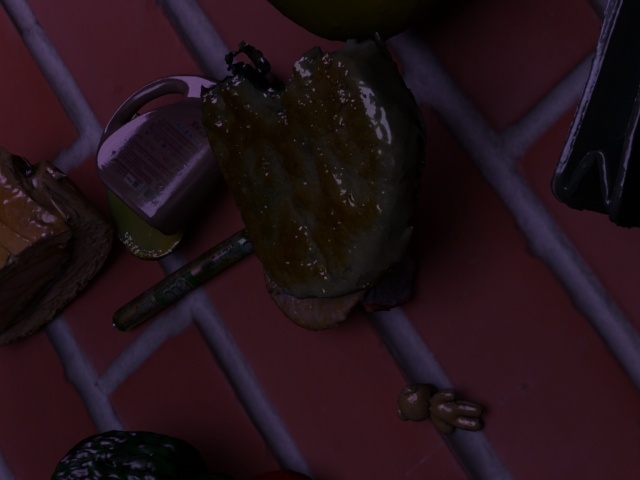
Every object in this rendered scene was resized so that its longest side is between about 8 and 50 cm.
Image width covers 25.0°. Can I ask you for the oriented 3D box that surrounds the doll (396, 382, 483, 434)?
[{"bbox_3d":[0.132,0.190,1.607,0.093,0.051,0.061,27,131,34],"label":"doll"}]

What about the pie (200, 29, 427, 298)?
[{"bbox_3d":[-0.010,-0.080,1.575,0.371,0.078,0.296,2,103,54],"label":"pie"}]

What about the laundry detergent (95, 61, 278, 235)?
[{"bbox_3d":[-0.171,-0.141,1.782,0.171,0.076,0.237,39,90,25],"label":"laundry detergent"}]

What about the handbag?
[{"bbox_3d":[0.341,-0.136,1.367,0.079,0.247,0.260,24,102,39],"label":"handbag"}]

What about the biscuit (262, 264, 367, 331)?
[{"bbox_3d":[-0.001,0.000,1.685,0.220,0.033,0.220,-13,72,49],"label":"biscuit"}]

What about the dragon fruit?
[{"bbox_3d":[0.071,0.044,1.653,0.060,0.056,0.083,-4,78,56],"label":"dragon fruit"}]

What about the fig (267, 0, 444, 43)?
[{"bbox_3d":[0.040,-0.371,1.542,0.343,0.343,0.343,-2,87,34],"label":"fig"}]

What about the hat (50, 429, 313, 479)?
[{"bbox_3d":[-0.149,0.347,1.698,0.332,0.274,0.242,1,90,7],"label":"hat"}]

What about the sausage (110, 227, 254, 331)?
[{"bbox_3d":[-0.173,0.051,1.826,0.269,0.033,0.033,-32,71,28],"label":"sausage"}]

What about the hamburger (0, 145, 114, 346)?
[{"bbox_3d":[-0.412,-0.014,1.908,0.330,0.162,0.209,-39,60,36],"label":"hamburger"}]

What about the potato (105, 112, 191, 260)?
[{"bbox_3d":[-0.215,-0.065,1.847,0.119,0.054,0.198,-29,69,13],"label":"potato"}]
